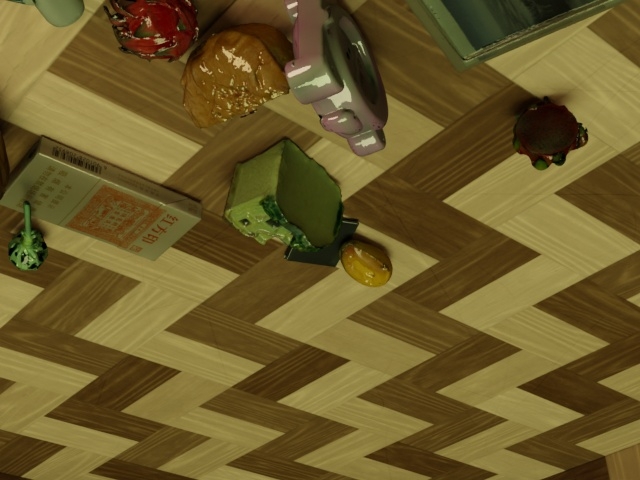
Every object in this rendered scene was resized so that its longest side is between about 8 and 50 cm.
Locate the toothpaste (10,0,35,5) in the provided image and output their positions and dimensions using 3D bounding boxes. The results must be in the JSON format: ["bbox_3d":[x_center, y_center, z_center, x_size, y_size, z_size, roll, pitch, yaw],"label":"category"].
[{"bbox_3d":[-0.532,-0.399,1.455,0.197,0.034,0.057,17,161,11],"label":"toothpaste"}]

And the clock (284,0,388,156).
[{"bbox_3d":[0.031,-0.271,1.541,0.090,0.227,0.248,-18,140,21],"label":"clock"}]

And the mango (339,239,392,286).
[{"bbox_3d":[0.101,0.049,2.151,0.101,0.066,0.187,-20,142,27],"label":"mango"}]

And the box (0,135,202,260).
[{"bbox_3d":[-0.450,-0.076,1.955,0.365,0.051,0.205,23,138,-31],"label":"box"}]

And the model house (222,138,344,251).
[{"bbox_3d":[-0.087,-0.055,1.896,0.189,0.195,0.214,-16,141,33],"label":"model house"}]

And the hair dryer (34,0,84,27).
[{"bbox_3d":[-0.348,-0.424,1.462,0.237,0.073,0.131,-19,144,9],"label":"hair dryer"}]

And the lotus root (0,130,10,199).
[{"bbox_3d":[-0.698,-0.149,1.646,0.316,0.316,0.250,2,137,-6],"label":"lotus root"}]

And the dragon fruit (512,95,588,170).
[{"bbox_3d":[0.425,-0.196,1.752,0.138,0.142,0.175,11,176,15],"label":"dragon fruit"}]

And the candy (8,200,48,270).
[{"bbox_3d":[-0.605,-0.022,1.959,0.083,0.091,0.305,-1,157,-17],"label":"candy"}]

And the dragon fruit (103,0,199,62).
[{"bbox_3d":[-0.266,-0.348,1.522,0.142,0.130,0.121,-24,-176,12],"label":"dragon fruit"}]

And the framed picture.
[{"bbox_3d":[0.250,-0.450,1.407,0.326,0.028,0.446,-20,141,28],"label":"framed picture"}]

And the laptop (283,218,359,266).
[{"bbox_3d":[0.000,0.000,2.120,0.129,0.016,0.180,8,145,-14],"label":"laptop"}]

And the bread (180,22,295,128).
[{"bbox_3d":[-0.139,-0.284,1.578,0.229,0.143,0.139,-16,108,36],"label":"bread"}]
